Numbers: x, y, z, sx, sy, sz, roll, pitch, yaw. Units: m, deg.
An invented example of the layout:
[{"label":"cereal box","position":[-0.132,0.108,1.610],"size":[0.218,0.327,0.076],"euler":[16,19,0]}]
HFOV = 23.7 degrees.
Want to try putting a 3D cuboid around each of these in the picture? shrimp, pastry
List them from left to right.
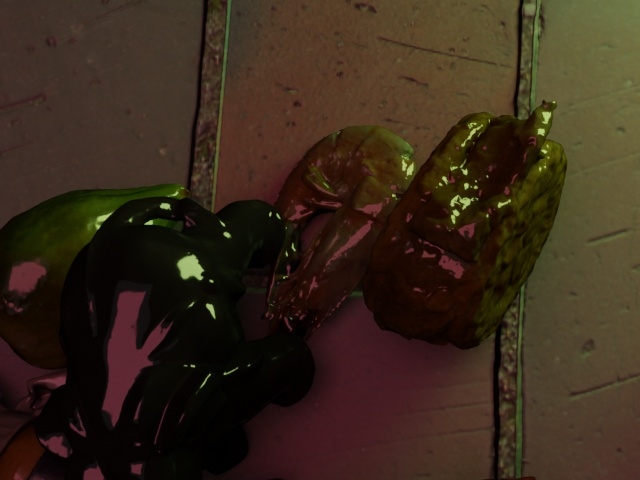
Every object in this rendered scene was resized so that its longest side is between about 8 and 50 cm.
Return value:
[{"label":"shrimp","position":[0.000,0.001,1.565],"size":[0.145,0.061,0.267],"euler":[27,92,27]},{"label":"pastry","position":[0.131,-0.011,1.450],"size":[0.132,0.235,0.240],"euler":[24,77,19]}]

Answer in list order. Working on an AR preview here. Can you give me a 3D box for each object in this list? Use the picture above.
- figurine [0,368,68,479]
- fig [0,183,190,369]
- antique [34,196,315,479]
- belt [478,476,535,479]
[{"label":"figurine","position":[-0.294,0.249,1.542],"size":[0.308,0.143,0.309],"euler":[-3,80,15]},{"label":"fig","position":[-0.256,0.021,1.567],"size":[0.167,0.167,0.233],"euler":[23,60,14]},{"label":"antique","position":[-0.141,0.119,1.450],"size":[0.185,0.255,0.322],"euler":[-11,86,29]},{"label":"belt","position":[0.058,0.297,1.419],"size":[0.323,0.227,0.115],"euler":[-15,77,29]}]
